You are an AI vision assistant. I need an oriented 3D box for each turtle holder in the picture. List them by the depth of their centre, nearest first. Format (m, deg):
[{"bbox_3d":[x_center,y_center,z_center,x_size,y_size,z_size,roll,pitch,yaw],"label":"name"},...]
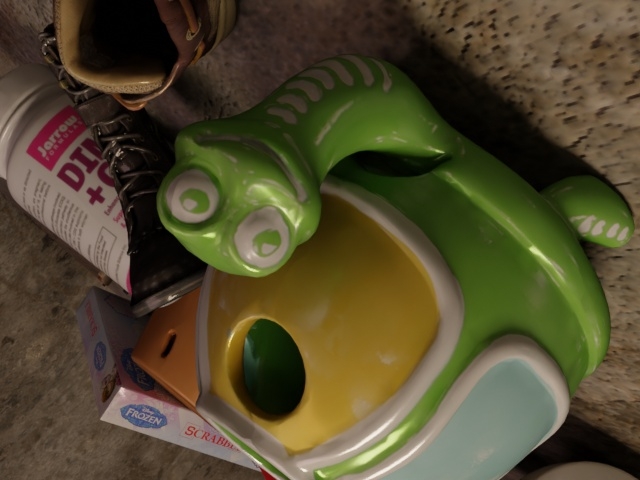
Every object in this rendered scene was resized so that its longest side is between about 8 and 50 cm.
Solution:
[{"bbox_3d":[0.042,0.045,0.507,0.243,0.227,0.320,37,164,8],"label":"turtle holder"}]

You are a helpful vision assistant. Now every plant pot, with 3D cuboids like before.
[{"bbox_3d":[-0.126,0.147,1.197,0.291,0.203,0.291,37,164,12],"label":"plant pot"}]

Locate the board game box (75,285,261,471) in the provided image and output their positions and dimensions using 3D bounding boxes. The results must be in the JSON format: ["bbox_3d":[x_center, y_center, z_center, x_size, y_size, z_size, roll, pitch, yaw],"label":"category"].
[{"bbox_3d":[-0.233,0.228,1.417,0.318,0.066,0.319,27,-168,-32],"label":"board game box"}]

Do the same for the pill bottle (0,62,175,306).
[{"bbox_3d":[-0.244,-0.067,0.958,0.283,0.160,0.160,36,164,12],"label":"pill bottle"}]

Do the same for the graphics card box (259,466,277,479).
[{"bbox_3d":[0.037,0.239,0.961,0.233,0.094,0.371,57,-171,18],"label":"graphics card box"}]

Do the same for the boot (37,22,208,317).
[{"bbox_3d":[-0.167,-0.074,0.713,0.229,0.091,0.263,63,-179,-21],"label":"boot"}]

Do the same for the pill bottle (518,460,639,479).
[{"bbox_3d":[0.265,0.338,0.879,0.188,0.188,0.334,32,162,25],"label":"pill bottle"}]

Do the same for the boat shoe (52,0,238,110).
[{"bbox_3d":[-0.118,-0.149,0.525,0.123,0.123,0.342,44,164,-16],"label":"boat shoe"}]

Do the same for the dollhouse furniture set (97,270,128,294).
[{"bbox_3d":[-0.287,0.074,1.487,0.129,0.129,0.184,38,164,5],"label":"dollhouse furniture set"}]
